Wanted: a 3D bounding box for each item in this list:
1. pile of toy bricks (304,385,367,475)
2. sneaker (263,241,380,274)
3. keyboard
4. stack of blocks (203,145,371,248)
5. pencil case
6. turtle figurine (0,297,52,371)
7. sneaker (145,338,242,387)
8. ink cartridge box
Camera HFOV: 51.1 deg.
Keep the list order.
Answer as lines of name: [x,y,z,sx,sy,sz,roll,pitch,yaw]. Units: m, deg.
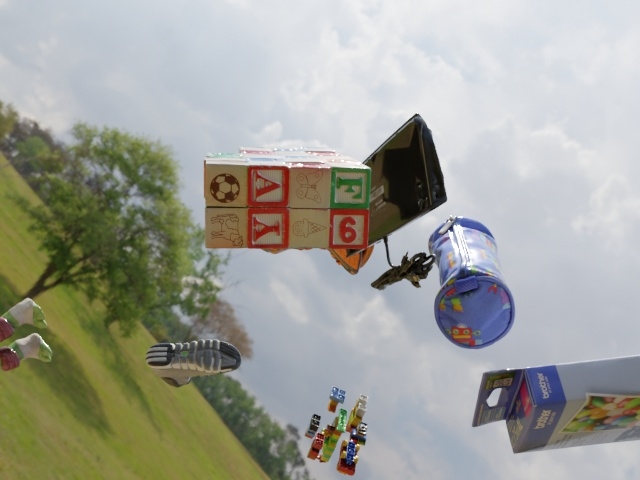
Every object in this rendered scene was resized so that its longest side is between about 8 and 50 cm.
pile of toy bricks: [0.024,0.390,1.314,0.118,0.212,0.105,22,-65,-1]
sneaker: [0.000,0.000,1.253,0.180,0.125,0.321,38,-21,-6]
keyboard: [0.092,-0.025,0.903,0.317,0.033,0.202,143,-57,-71]
stack of blocks: [-0.054,-0.063,0.820,0.297,0.171,0.087,-124,-145,-76]
pencil case: [0.242,0.054,1.106,0.133,0.119,0.306,64,15,-16]
turtle figurine: [-0.603,0.229,1.185,0.274,0.266,0.198,-11,-77,47]
sneaker: [-0.303,0.307,1.635,0.228,0.086,0.132,3,-41,0]
ink cartridge box: [0.367,0.219,0.891,0.186,0.311,0.065,81,5,-54]
